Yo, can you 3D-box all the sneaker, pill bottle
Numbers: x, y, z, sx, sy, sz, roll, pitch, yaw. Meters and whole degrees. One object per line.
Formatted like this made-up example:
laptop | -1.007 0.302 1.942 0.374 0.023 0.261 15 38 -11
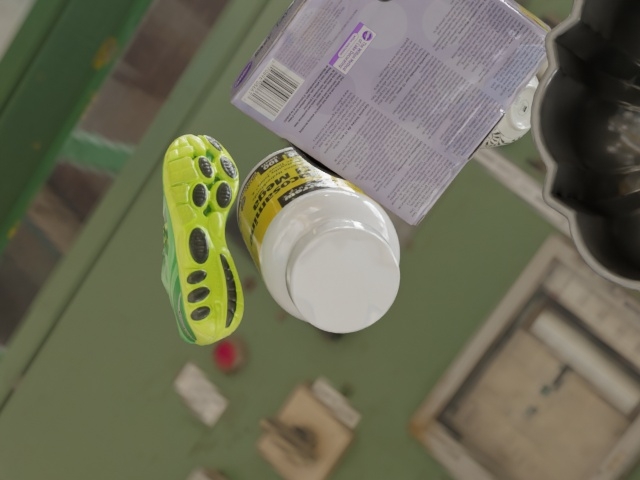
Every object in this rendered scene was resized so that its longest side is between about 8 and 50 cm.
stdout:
sneaker | -0.171 -0.003 2.101 0.109 0.123 0.295 9 65 -28
pill bottle | 0.000 0.000 2.159 0.188 0.188 0.334 29 10 -19

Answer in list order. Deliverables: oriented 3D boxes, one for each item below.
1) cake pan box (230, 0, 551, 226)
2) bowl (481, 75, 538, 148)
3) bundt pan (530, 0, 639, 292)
cake pan box | 0.073 -0.177 1.663 0.246 0.267 0.070 33 17 -14
bowl | 0.299 -0.220 2.550 0.080 0.170 0.170 21 1 44
bundt pan | 0.335 -0.091 1.226 0.331 0.331 0.124 40 9 21
